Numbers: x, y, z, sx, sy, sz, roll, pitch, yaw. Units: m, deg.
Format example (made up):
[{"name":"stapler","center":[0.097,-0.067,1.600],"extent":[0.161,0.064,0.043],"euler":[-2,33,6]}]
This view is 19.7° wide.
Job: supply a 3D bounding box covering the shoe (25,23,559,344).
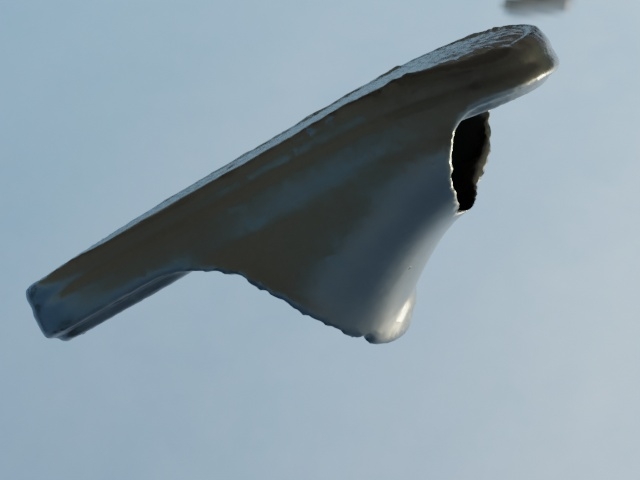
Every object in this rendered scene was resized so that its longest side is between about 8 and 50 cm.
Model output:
[{"name":"shoe","center":[0.000,0.000,0.730],"extent":[0.241,0.093,0.108],"euler":[-27,-175,22]}]
